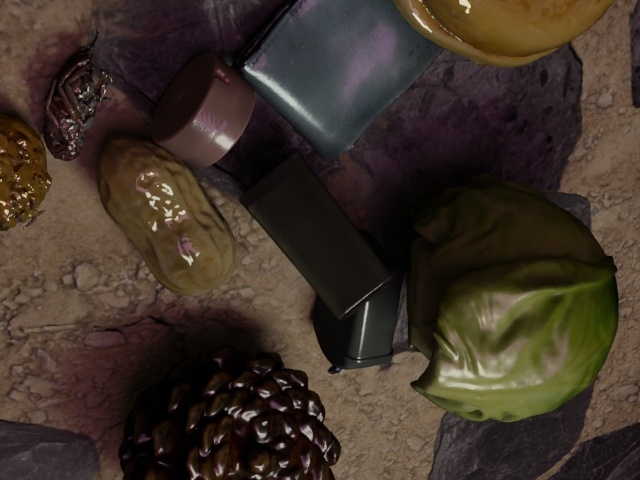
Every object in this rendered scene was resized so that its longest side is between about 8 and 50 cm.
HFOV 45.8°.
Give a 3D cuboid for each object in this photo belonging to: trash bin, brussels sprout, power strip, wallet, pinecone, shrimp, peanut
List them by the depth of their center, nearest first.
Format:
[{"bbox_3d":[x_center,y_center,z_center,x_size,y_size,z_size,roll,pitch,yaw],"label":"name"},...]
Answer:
[{"bbox_3d":[-0.334,-0.198,1.041,0.073,0.075,0.190,23,101,-2],"label":"shrimp"},{"bbox_3d":[-0.169,-0.182,1.078,0.078,0.154,0.154,31,104,-36],"label":"power strip"},{"bbox_3d":[-0.230,-0.031,1.155,0.152,0.152,0.313,-30,127,-6],"label":"peanut"},{"bbox_3d":[0.037,-0.291,1.170,0.290,0.054,0.251,-46,131,6],"label":"wallet"},{"bbox_3d":[0.000,0.000,1.193,0.122,0.240,0.164,-38,170,1],"label":"trash bin"},{"bbox_3d":[0.329,0.094,1.310,0.360,0.425,0.342,1,147,3],"label":"brussels sprout"},{"bbox_3d":[-0.165,0.390,1.347,0.397,0.398,0.398,-13,126,-18],"label":"pinecone"},{"bbox_3d":[0.066,0.120,1.383,0.101,0.177,0.236,-5,119,-23],"label":"trash bin"}]

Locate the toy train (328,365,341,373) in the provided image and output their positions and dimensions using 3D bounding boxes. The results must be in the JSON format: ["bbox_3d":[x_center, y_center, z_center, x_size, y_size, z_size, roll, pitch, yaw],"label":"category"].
[{"bbox_3d":[0.049,0.249,1.559,0.083,0.017,0.017,-45,128,8],"label":"toy train"}]

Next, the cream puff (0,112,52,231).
[{"bbox_3d":[-0.456,-0.086,1.015,0.189,0.129,0.189,-11,126,-16],"label":"cream puff"}]

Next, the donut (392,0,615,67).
[{"bbox_3d":[0.282,-0.457,1.081,0.448,0.198,0.449,-13,123,-20],"label":"donut"}]
